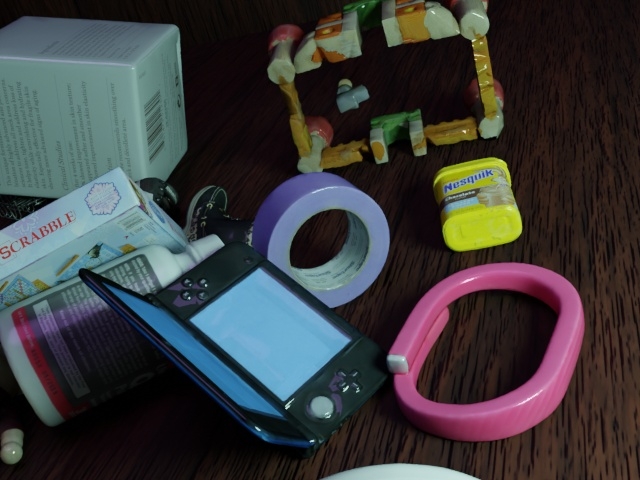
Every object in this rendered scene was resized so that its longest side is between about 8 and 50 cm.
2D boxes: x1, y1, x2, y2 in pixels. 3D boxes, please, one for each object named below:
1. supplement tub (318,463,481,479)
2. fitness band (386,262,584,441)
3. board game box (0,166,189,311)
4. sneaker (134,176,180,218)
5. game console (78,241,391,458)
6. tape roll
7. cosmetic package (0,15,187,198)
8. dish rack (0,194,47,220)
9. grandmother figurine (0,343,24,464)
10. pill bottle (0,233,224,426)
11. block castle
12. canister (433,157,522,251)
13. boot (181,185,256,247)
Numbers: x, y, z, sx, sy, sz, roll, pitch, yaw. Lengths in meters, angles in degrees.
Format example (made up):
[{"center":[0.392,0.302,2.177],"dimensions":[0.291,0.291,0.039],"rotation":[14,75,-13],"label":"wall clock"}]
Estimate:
[{"center":[0.058,0.323,0.433],"dimensions":[0.241,0.241,0.331],"rotation":[-14,27,5],"label":"supplement tub"},{"center":[0.203,0.122,0.930],"dimensions":[0.209,0.054,0.291],"rotation":[1,33,31],"label":"fitness band"},{"center":[-0.371,0.041,1.130],"dimensions":[0.318,0.066,0.319],"rotation":[-29,-15,-3],"label":"board game box"},{"center":[-0.340,-0.061,1.528],"dimensions":[0.135,0.098,0.276],"rotation":[-26,27,-13],"label":"sneaker"},{"center":[-0.085,0.096,0.891],"dimensions":[0.293,0.173,0.250],"rotation":[37,55,23],"label":"game console"},{"center":[0.000,0.000,1.125],"dimensions":[0.189,0.189,0.080],"rotation":[-23,28,-12],"label":"tape roll"},{"center":[-0.545,-0.306,1.759],"dimensions":[0.393,0.329,0.327],"rotation":[5,31,5],"label":"cosmetic package"},{"center":[-0.719,-0.119,1.888],"dimensions":[0.271,0.074,0.208],"rotation":[9,38,38],"label":"dish rack"},{"center":[-0.482,0.230,1.008],"dimensions":[0.104,0.208,0.342],"rotation":[-47,6,14],"label":"grandmother figurine"},{"center":[-0.267,0.112,1.079],"dimensions":[0.318,0.176,0.176],"rotation":[-25,28,-16],"label":"pill bottle"},{"center":[0.131,-0.331,1.552],"dimensions":[0.453,0.303,0.213],"rotation":[-11,34,12],"label":"block castle"},{"center":[0.248,-0.058,1.221],"dimensions":[0.126,0.073,0.170],"rotation":[-12,29,11],"label":"canister"},{"center":[-0.153,-0.023,1.373],"dimensions":[0.178,0.085,0.236],"rotation":[-6,35,16],"label":"boot"}]
